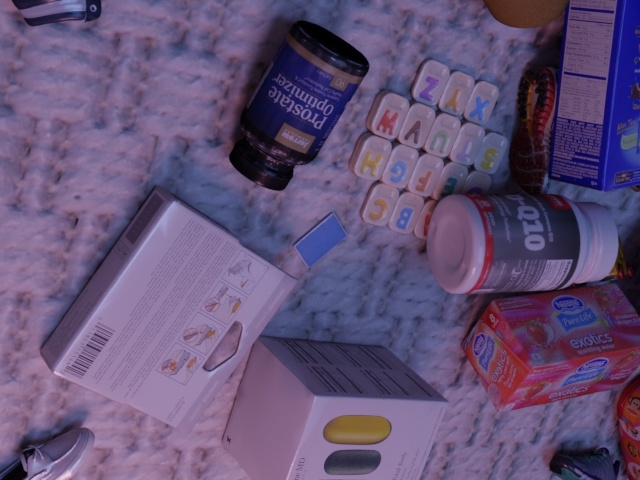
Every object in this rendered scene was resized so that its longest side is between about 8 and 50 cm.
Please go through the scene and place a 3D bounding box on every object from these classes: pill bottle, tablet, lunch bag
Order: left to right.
[{"bbox_3d":[-0.036,-0.184,1.521,0.123,0.123,0.219,16,115,-36],"label":"pill bottle"},{"bbox_3d":[0.000,0.000,1.714,0.083,0.006,0.054,-40,127,-9],"label":"tablet"},{"bbox_3d":[0.332,0.003,1.788,0.283,0.161,0.161,-2,113,-24],"label":"pill bottle"},{"bbox_3d":[0.760,0.387,2.304,0.258,0.120,0.293,-30,124,-18],"label":"lunch bag"}]

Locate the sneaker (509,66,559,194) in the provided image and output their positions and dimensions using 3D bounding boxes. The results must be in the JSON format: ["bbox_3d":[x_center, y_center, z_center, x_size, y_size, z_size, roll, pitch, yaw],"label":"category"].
[{"bbox_3d":[0.381,-0.177,1.820,0.093,0.088,0.225,-8,116,-31],"label":"sneaker"}]

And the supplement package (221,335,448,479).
[{"bbox_3d":[0.021,0.291,1.742,0.263,0.198,0.199,9,108,-35],"label":"supplement package"}]

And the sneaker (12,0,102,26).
[{"bbox_3d":[-0.264,-0.366,1.314,0.282,0.099,0.153,-31,121,-8],"label":"sneaker"}]

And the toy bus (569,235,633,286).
[{"bbox_3d":[0.500,0.025,1.975,0.191,0.202,0.104,-8,85,-22],"label":"toy bus"}]

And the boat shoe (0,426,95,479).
[{"bbox_3d":[-0.413,0.328,1.579,0.184,0.066,0.063,-36,128,-1],"label":"boat shoe"}]

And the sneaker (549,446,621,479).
[{"bbox_3d":[0.546,0.458,2.246,0.224,0.083,0.098,37,69,-43],"label":"sneaker"}]

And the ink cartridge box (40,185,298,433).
[{"bbox_3d":[-0.216,0.108,1.591,0.261,0.066,0.296,35,92,-38],"label":"ink cartridge box"}]

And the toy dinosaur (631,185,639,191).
[{"bbox_3d":[0.563,-0.136,1.984,0.211,0.064,0.112,-43,107,-17],"label":"toy dinosaur"}]

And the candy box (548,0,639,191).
[{"bbox_3d":[0.505,-0.257,1.782,0.268,0.122,0.317,-11,111,-42],"label":"candy box"}]

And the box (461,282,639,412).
[{"bbox_3d":[0.427,0.186,1.956,0.300,0.154,0.142,-5,141,-30],"label":"box"}]

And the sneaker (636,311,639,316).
[{"bbox_3d":[0.566,0.193,2.129,0.175,0.064,0.067,-39,117,-14],"label":"sneaker"}]

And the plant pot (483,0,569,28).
[{"bbox_3d":[0.297,-0.443,1.575,0.237,0.237,0.254,-34,140,-15],"label":"plant pot"}]

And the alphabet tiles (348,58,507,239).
[{"bbox_3d":[0.179,-0.139,1.753,0.284,0.021,0.278,15,104,-37],"label":"alphabet tiles"}]
